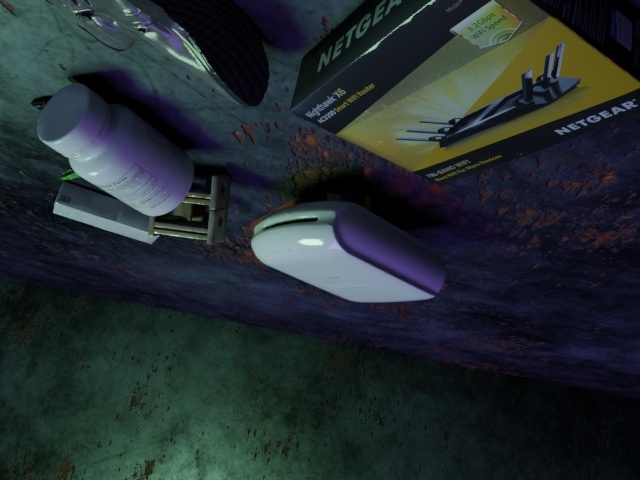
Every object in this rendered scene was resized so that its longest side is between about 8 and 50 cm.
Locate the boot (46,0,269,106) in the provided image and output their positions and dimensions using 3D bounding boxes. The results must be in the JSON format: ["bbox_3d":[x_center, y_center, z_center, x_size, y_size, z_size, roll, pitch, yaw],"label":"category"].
[{"bbox_3d":[-0.182,-0.239,0.659,0.161,0.083,0.246,5,156,42],"label":"boot"}]

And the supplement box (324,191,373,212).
[{"bbox_3d":[0.052,-0.057,1.082,0.083,0.043,0.055,8,162,15],"label":"supplement box"}]

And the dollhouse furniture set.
[{"bbox_3d":[-0.230,-0.071,1.143,0.129,0.129,0.183,7,-174,12],"label":"dollhouse furniture set"}]

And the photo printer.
[{"bbox_3d":[0.042,0.024,1.085,0.307,0.107,0.256,27,157,-36],"label":"photo printer"}]

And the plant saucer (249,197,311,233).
[{"bbox_3d":[0.000,0.000,1.283,0.258,0.048,0.259,20,161,-24],"label":"plant saucer"}]

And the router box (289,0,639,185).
[{"bbox_3d":[0.147,-0.172,0.617,0.243,0.081,0.309,21,160,-25],"label":"router box"}]

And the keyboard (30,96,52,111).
[{"bbox_3d":[-0.395,-0.181,1.005,0.100,0.038,0.192,-2,158,35],"label":"keyboard"}]

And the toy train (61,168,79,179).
[{"bbox_3d":[-0.525,-0.141,1.240,0.083,0.017,0.023,-7,165,44],"label":"toy train"}]

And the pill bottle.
[{"bbox_3d":[-0.319,-0.140,0.927,0.131,0.131,0.229,2,159,28],"label":"pill bottle"}]

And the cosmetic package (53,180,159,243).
[{"bbox_3d":[-0.499,-0.063,1.384,0.239,0.060,0.099,20,158,-23],"label":"cosmetic package"}]
